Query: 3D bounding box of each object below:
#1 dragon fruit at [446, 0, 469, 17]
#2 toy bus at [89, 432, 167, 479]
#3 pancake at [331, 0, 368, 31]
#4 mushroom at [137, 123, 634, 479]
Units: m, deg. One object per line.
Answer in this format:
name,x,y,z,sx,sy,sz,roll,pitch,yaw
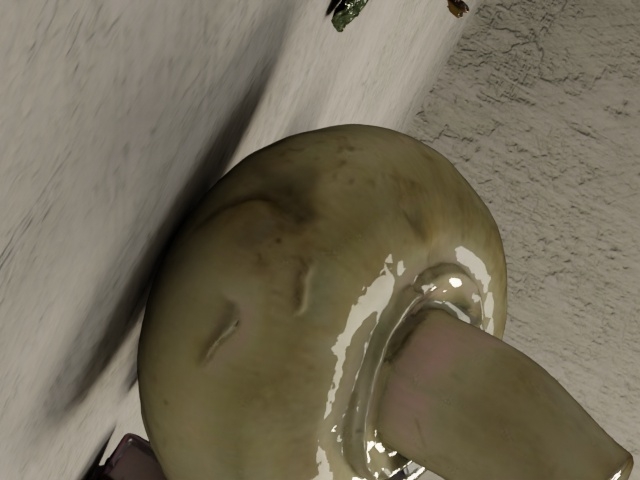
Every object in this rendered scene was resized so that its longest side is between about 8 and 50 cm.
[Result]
dragon fruit,0.128,-0.300,1.721,0.126,0.068,0.112,98,6,-45
toy bus,-0.201,0.287,1.442,0.112,0.090,0.274,-55,-178,41
pancake,0.044,-0.225,1.370,0.129,0.022,0.116,-63,179,32
mushroom,0.030,0.093,1.270,0.315,0.356,0.315,-42,-164,15
